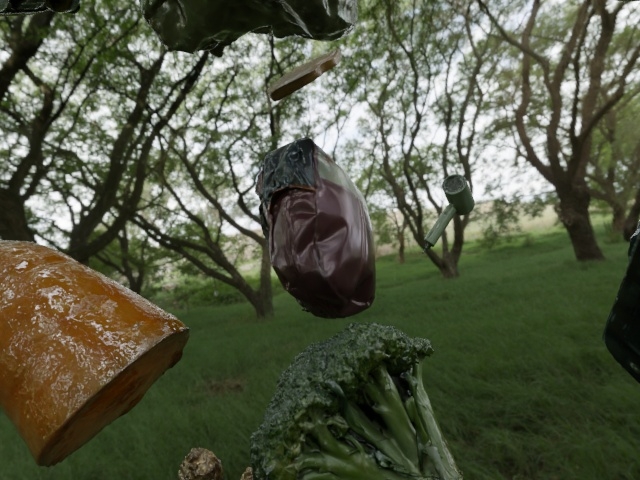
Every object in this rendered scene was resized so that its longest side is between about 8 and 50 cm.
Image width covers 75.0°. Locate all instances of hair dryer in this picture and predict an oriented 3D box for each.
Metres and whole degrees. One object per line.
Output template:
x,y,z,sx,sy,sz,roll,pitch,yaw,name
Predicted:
0.182,-0.034,0.622,0.037,0.124,0.063,28,-11,42,hair dryer

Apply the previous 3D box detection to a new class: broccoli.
0.055,0.262,0.584,0.283,0.321,0.304,31,-8,31,broccoli

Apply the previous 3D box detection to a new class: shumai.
-0.147,-0.456,0.710,0.323,0.398,0.324,-28,-12,27,shumai

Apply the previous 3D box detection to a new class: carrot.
-0.256,0.075,0.405,0.159,0.225,0.159,-47,-13,-14,carrot

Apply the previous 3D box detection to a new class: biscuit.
-0.036,-0.362,0.905,0.220,0.029,0.141,-43,30,-24,biscuit

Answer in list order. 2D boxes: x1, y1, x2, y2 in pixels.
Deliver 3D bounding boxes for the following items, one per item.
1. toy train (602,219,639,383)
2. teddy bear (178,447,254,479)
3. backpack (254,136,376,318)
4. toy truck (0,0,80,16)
0.285,-0.031,0.271,0.089,0.086,0.410,-19,-49,-3,toy train
-0.190,0.521,0.661,0.246,0.297,0.222,13,24,11,teddy bear
0.000,0.000,0.817,0.197,0.318,0.283,-24,-34,28,backpack
-0.277,-0.349,0.392,0.272,0.157,0.124,-26,18,27,toy truck
